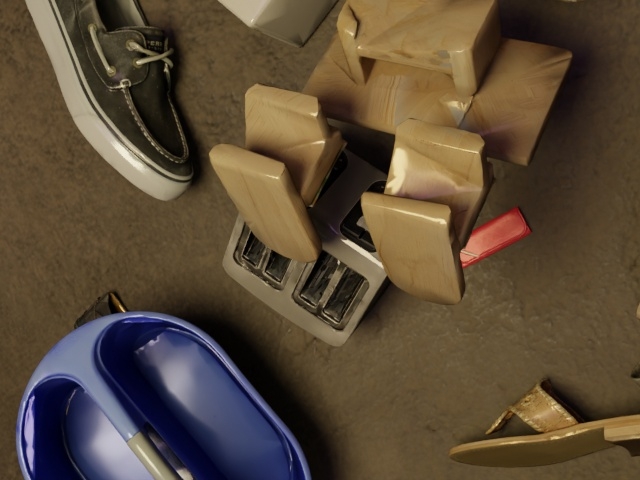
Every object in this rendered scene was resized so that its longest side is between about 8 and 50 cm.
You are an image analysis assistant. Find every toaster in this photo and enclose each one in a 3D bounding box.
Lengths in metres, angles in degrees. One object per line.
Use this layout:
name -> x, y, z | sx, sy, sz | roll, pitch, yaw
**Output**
toaster -> 0.000, 0.000, 0.825 | 0.168, 0.110, 0.186 | 35, 137, 7

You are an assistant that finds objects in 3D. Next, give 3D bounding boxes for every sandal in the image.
sandal -> 0.247, 0.180, 0.811 | 0.240, 0.088, 0.079 | -16, 55, 34

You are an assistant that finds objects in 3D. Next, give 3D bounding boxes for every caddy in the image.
caddy -> -0.162, 0.236, 0.852 | 0.241, 0.179, 0.341 | -40, 88, -8

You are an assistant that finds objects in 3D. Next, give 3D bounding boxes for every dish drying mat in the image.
dish drying mat -> 0.180, -0.002, 0.843 | 0.083, 0.008, 0.032 | -30, 84, 20

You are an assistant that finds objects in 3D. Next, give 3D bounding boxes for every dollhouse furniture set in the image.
dollhouse furniture set -> 0.181, -0.098, 0.697 | 0.394, 0.256, 0.362 | 18, 67, 25

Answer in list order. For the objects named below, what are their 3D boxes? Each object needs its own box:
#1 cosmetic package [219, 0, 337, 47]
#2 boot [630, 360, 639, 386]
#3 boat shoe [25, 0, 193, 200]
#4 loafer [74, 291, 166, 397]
cosmetic package -> -0.003, -0.415, 0.793 | 0.217, 0.156, 0.385 | 45, 109, 10
boot -> 0.404, 0.168, 0.709 | 0.076, 0.190, 0.209 | -33, 80, -25
boat shoe -> -0.230, -0.207, 0.909 | 0.119, 0.121, 0.335 | -35, 81, 23
loafer -> -0.229, 0.135, 0.977 | 0.170, 0.062, 0.061 | 40, 102, 11
